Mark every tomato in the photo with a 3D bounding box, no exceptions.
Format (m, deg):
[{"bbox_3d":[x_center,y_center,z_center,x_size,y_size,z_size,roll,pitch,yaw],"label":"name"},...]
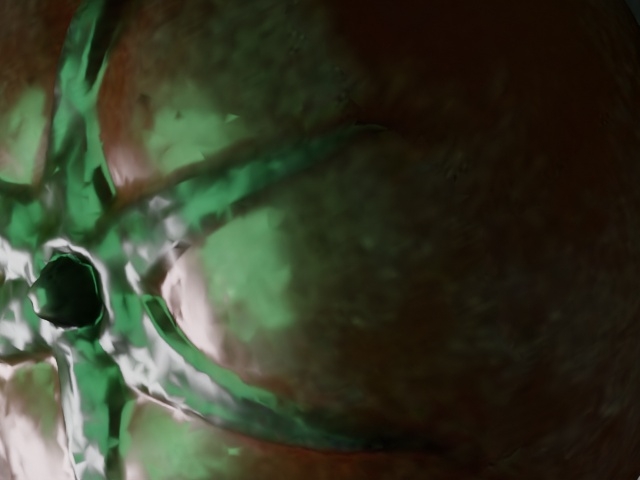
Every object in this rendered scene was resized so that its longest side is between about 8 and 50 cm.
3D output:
[{"bbox_3d":[0.000,0.000,0.573,0.265,0.264,0.265,23,117,57],"label":"tomato"}]
